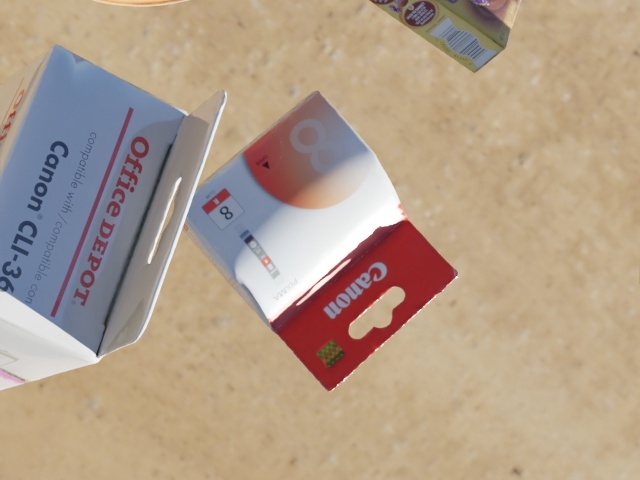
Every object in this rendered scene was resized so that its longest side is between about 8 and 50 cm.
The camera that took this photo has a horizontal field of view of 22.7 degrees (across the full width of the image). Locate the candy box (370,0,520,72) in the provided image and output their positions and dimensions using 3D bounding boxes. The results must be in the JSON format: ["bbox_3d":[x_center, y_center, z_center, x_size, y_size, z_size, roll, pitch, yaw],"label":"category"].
[{"bbox_3d":[0.086,-0.241,1.368,0.187,0.109,0.053,31,144,-14],"label":"candy box"}]

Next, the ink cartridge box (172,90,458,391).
[{"bbox_3d":[0.000,0.000,1.194,0.145,0.179,0.045,-41,176,-17],"label":"ink cartridge box"}]

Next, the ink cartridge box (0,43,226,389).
[{"bbox_3d":[-0.124,-0.006,0.664,0.067,0.198,0.115,27,66,-25],"label":"ink cartridge box"}]

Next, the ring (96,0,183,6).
[{"bbox_3d":[-0.162,-0.377,1.675,0.337,0.032,0.336,-14,144,-10],"label":"ring"}]
